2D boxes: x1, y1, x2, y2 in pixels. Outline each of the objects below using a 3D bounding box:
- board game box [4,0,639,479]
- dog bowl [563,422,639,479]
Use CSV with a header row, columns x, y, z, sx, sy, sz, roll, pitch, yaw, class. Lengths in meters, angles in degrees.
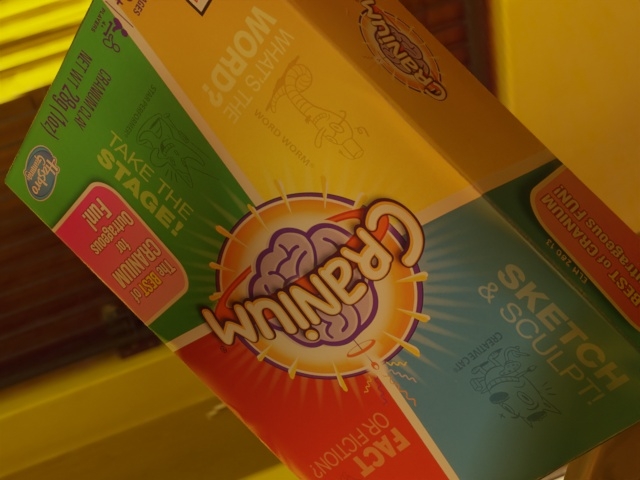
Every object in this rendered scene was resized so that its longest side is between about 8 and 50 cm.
x,y,z,sx,sy,sz,roll,pitch,yaw,class
0.000,0.000,0.546,0.316,0.064,0.242,45,-45,3,board game box
0.185,0.199,0.474,0.408,0.150,0.408,15,90,-81,dog bowl
